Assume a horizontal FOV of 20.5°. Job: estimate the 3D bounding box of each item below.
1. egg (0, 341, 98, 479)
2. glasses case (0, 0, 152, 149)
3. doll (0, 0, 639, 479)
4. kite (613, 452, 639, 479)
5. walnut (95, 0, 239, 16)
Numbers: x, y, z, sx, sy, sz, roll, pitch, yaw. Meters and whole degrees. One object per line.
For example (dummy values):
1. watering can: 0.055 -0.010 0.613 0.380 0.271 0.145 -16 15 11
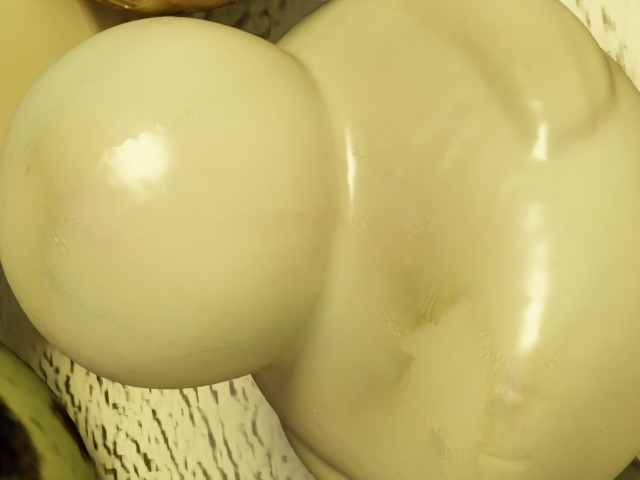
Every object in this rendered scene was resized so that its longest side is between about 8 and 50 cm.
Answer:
1. egg: -0.278 0.167 0.895 0.379 0.287 0.288 -15 81 43
2. glasses case: -0.238 -0.054 0.792 0.336 0.076 0.144 -11 125 13
3. doll: 0.000 0.000 0.628 0.251 0.221 0.221 43 123 38
4. kite: 0.184 0.129 0.569 0.310 0.015 0.169 -16 79 49
5. walnut: -0.041 -0.190 0.662 0.198 0.245 0.198 14 136 14
